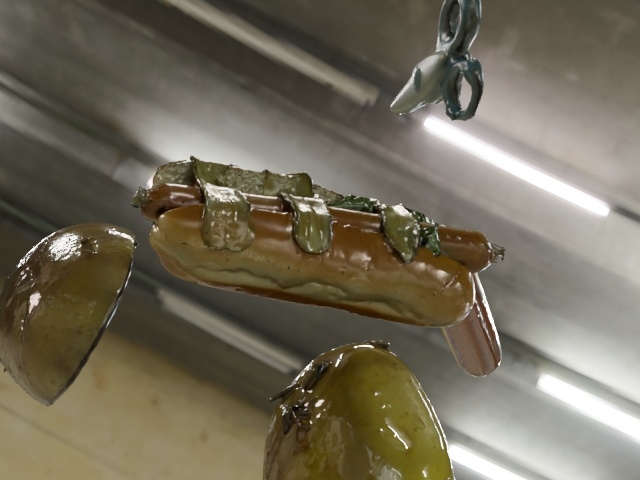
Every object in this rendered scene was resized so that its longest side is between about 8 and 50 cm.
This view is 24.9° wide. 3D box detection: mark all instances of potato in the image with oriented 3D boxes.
[{"bbox_3d":[0.035,0.222,0.994,0.140,0.300,0.173,7,-31,-41],"label":"potato"},{"bbox_3d":[-0.324,0.069,1.781,0.116,0.239,0.299,35,5,-17],"label":"potato"}]

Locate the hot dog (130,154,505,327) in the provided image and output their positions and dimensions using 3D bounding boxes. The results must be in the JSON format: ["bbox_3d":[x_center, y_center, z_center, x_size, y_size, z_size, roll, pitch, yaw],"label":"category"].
[{"bbox_3d":[0.000,0.000,0.990,0.269,0.072,0.109,10,26,-19],"label":"hot dog"}]

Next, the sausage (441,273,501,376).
[{"bbox_3d":[0.138,0.070,1.407,0.053,0.053,0.348,20,-15,20],"label":"sausage"}]

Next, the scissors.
[{"bbox_3d":[0.124,-0.176,1.560,0.041,0.138,0.289,-3,-8,-13],"label":"scissors"}]
